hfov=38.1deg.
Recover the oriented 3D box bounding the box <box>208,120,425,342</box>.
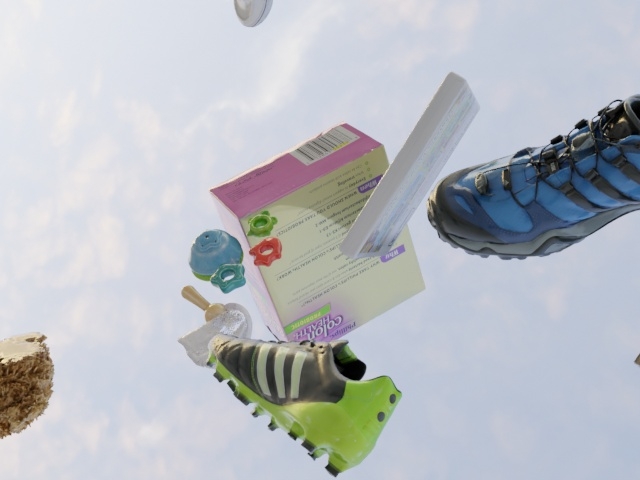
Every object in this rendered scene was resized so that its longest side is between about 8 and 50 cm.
[{"bbox_3d":[0.000,0.000,1.254,0.214,0.242,0.117,-29,-148,-14],"label":"box"}]

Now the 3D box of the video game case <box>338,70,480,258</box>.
[{"bbox_3d":[0.110,-0.080,1.082,0.026,0.206,0.227,34,-82,11],"label":"video game case"}]

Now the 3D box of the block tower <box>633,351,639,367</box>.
[{"bbox_3d":[0.396,0.128,0.723,0.097,0.091,0.335,-55,-155,-3],"label":"block tower"}]

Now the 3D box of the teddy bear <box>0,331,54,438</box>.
[{"bbox_3d":[-0.501,0.210,1.154,0.245,0.338,0.113,22,-58,55],"label":"teddy bear"}]

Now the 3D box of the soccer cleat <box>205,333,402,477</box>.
[{"bbox_3d":[-0.014,0.093,0.616,0.072,0.060,0.179,-47,-146,-15],"label":"soccer cleat"}]

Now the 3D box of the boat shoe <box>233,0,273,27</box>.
[{"bbox_3d":[-0.054,-0.191,0.664,0.035,0.100,0.035,39,-124,16],"label":"boat shoe"}]

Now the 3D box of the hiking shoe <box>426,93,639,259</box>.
[{"bbox_3d":[0.240,-0.073,0.809,0.304,0.132,0.113,-11,-132,5],"label":"hiking shoe"}]

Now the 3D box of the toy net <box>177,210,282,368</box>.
[{"bbox_3d":[-0.099,0.062,1.054,0.122,0.045,0.232,-10,-137,5],"label":"toy net"}]
